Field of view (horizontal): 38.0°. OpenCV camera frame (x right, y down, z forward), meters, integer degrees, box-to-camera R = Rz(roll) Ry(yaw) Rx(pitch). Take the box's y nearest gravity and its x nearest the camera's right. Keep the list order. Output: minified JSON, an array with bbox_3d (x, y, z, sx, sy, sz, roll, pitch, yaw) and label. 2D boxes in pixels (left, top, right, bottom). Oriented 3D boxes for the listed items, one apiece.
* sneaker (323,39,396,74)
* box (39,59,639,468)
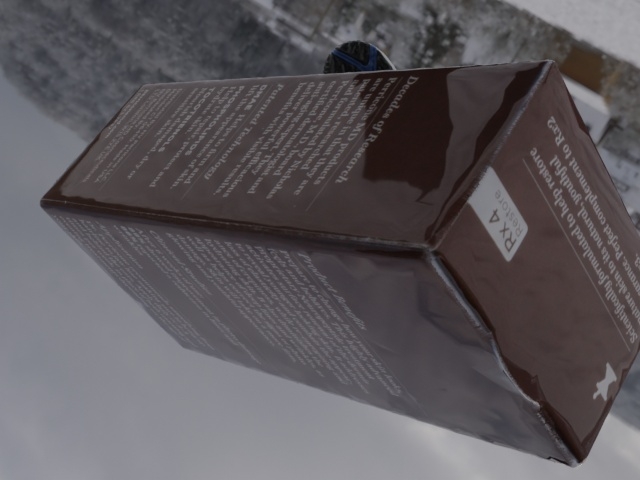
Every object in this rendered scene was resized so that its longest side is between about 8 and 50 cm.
[{"bbox_3d":[0.077,-0.090,0.861,0.211,0.080,0.081,63,-169,-8],"label":"sneaker"},{"bbox_3d":[0.000,0.000,0.613,0.381,0.143,0.191,10,147,47],"label":"box"}]
